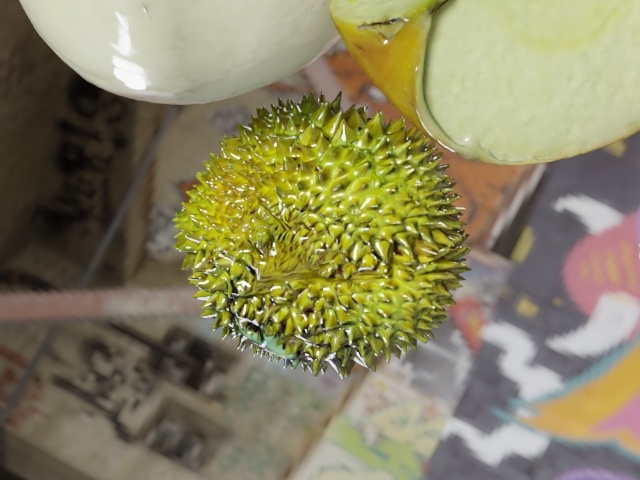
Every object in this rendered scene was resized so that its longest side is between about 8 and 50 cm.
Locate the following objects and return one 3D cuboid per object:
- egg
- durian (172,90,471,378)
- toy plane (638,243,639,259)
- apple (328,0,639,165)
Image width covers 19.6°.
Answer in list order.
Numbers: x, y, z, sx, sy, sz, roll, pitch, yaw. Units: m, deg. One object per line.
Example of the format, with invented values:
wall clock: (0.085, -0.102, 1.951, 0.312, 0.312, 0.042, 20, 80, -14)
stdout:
egg: (-0.090, -0.253, 1.476, 0.345, 0.283, 0.283, -16, -39, -31)
durian: (-0.003, 0.002, 1.658, 0.224, 0.291, 0.291, -61, -11, -24)
toy plane: (0.292, 0.019, 1.265, 0.234, 0.160, 0.082, -65, -34, -57)
apple: (0.184, -0.199, 1.357, 0.346, 0.254, 0.179, -30, -12, -3)
